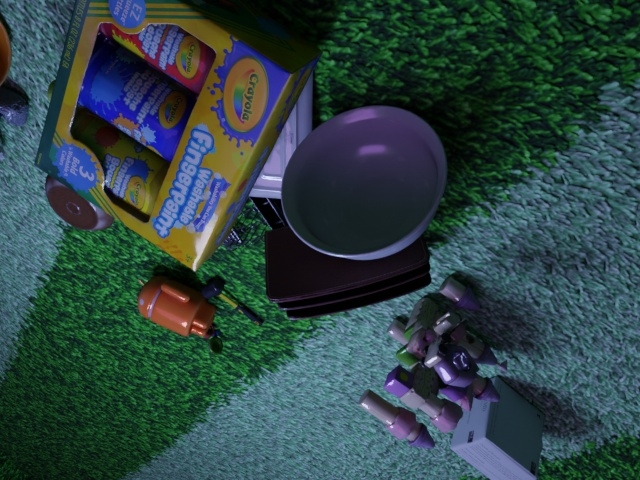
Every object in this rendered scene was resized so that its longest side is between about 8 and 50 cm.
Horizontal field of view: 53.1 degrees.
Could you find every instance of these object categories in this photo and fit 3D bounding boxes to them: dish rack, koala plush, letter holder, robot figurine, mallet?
[{"bbox_3d":[-0.188,-0.065,1.401,0.272,0.074,0.208,-15,117,38],"label":"dish rack"},{"bbox_3d":[-0.799,-0.245,1.468,0.203,0.196,0.221,33,139,11],"label":"koala plush"},{"bbox_3d":[0.058,0.065,1.235,0.302,0.214,0.152,-15,128,5],"label":"letter holder"},{"bbox_3d":[-0.392,0.175,1.710,0.219,0.128,0.158,25,-179,1],"label":"robot figurine"},{"bbox_3d":[-0.223,0.165,1.691,0.190,0.039,0.062,34,135,-15],"label":"mallet"}]

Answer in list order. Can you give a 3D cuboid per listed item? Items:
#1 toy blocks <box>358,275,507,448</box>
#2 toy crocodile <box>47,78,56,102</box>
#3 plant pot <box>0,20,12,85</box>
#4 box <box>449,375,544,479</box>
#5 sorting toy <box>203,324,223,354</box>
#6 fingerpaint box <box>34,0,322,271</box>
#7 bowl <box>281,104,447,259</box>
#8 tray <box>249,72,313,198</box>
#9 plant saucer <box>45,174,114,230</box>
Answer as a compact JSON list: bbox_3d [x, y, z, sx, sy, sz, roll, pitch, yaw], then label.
[{"bbox_3d":[0.289,0.278,1.363,0.260,0.288,0.309,36,134,-5],"label":"toy blocks"},{"bbox_3d":[-0.514,-0.209,1.407,0.115,0.105,0.340,20,138,8],"label":"toy crocodile"},{"bbox_3d":[-0.774,-0.392,1.306,0.188,0.205,0.205,12,138,39],"label":"plant pot"},{"bbox_3d":[0.430,0.461,1.544,0.182,0.181,0.119,40,136,-13],"label":"box"},{"bbox_3d":[-0.316,0.276,1.824,0.042,0.061,0.102,-15,101,37],"label":"sorting toy"},{"bbox_3d":[-0.267,-0.225,1.131,0.371,0.163,0.444,34,124,1],"label":"fingerpaint box"},{"bbox_3d":[0.088,-0.081,1.138,0.298,0.297,0.134,4,156,23],"label":"bowl"},{"bbox_3d":[-0.088,-0.196,1.201,0.145,0.030,0.270,6,119,9],"label":"tray"},{"bbox_3d":[-0.621,-0.091,1.630,0.199,0.036,0.198,15,137,14],"label":"plant saucer"}]
